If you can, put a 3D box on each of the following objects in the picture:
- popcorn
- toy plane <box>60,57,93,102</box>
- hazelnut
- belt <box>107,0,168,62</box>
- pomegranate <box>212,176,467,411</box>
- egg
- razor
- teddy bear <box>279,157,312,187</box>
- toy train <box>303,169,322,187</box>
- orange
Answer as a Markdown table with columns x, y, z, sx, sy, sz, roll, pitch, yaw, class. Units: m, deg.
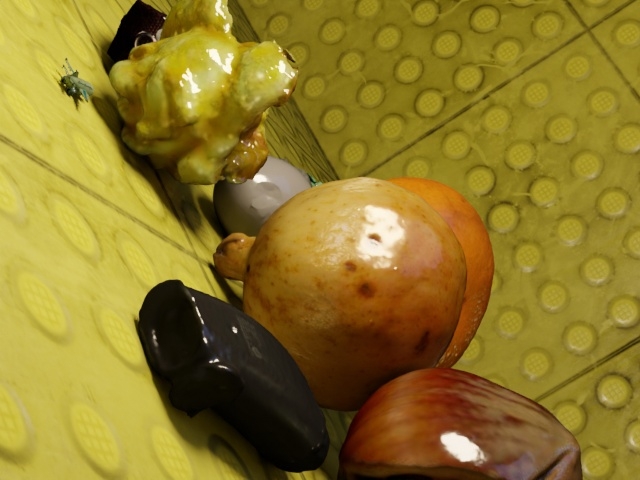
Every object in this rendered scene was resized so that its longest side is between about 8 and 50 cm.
| x | y | z | sx | sy | sz | roll | pitch | yaw | class |
| --- | --- | --- | --- | --- | --- | --- | --- | --- | --- |
| -0.199 | -0.255 | 1.856 | 0.321 | 0.290 | 0.325 | -131 | -145 | -70 | popcorn |
| -0.365 | -0.233 | 1.703 | 0.080 | 0.033 | 0.083 | 59 | 2 | 18 | toy plane |
| 0.185 | 0.355 | 1.598 | 0.359 | 0.359 | 0.409 | 56 | 12 | -9 | hazelnut |
| -0.288 | -0.335 | 2.074 | 0.184 | 0.164 | 0.289 | 31 | 7 | 2 | belt |
| 0.024 | 0.071 | 1.814 | 0.410 | 0.410 | 0.410 | 55 | 9 | -13 | pomegranate |
| -0.103 | -0.068 | 2.065 | 0.176 | 0.176 | 0.232 | 63 | 9 | 31 | egg |
| -0.100 | 0.177 | 1.463 | 0.327 | 0.107 | 0.189 | 46 | 13 | -50 | razor |
| -0.067 | -0.018 | 2.293 | 0.171 | 0.144 | 0.251 | -52 | 131 | -45 | teddy bear |
| 0.000 | 0.000 | 2.530 | 0.369 | 0.150 | 0.237 | 58 | 1 | 5 | toy train |
| 0.141 | 0.078 | 2.202 | 0.326 | 0.424 | 0.424 | 20 | -15 | 34 | orange |
